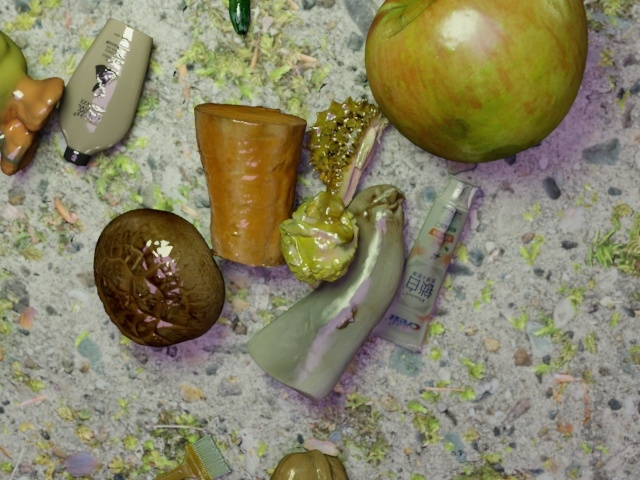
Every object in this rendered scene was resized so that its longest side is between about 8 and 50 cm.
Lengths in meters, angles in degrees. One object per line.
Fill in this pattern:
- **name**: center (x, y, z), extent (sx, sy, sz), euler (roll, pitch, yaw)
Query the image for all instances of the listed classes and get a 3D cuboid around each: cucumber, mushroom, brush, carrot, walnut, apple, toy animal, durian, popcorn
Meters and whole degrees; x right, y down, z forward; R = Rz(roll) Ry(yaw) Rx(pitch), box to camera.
- **cucumber**: center (-0.139, -0.428, 1.165), extent (0.039, 0.039, 0.168), euler (4, 94, 0)
- **mushroom**: center (0.041, 0.087, 1.175), extent (0.177, 0.126, 0.397), euler (39, 93, 19)
- **brush**: center (-0.277, 0.445, 1.268), extent (0.205, 0.011, 0.083), euler (-28, 96, 4)
- **carrot**: center (-0.126, -0.095, 1.142), extent (0.195, 0.196, 0.255), euler (6, 106, 0)
- **mushroom**: center (-0.278, 0.063, 1.133), extent (0.253, 0.153, 0.253), euler (12, 117, 25)
- **walnut**: center (-0.023, 0.459, 1.207), extent (0.166, 0.149, 0.167), euler (3, 85, -32)
- **apple**: center (0.243, -0.290, 1.039), extent (0.339, 0.339, 0.340), euler (0, 96, 0)
- **toy animal**: center (-0.596, -0.280, 1.096), extent (0.338, 0.191, 0.216), euler (32, 117, -21)
- **durian**: center (0.035, -0.147, 1.158), extent (0.140, 0.078, 0.225), euler (11, 86, 5)
- **popcorn**: center (0.000, 0.000, 1.095), extent (0.125, 0.126, 0.145), euler (26, 68, 19)

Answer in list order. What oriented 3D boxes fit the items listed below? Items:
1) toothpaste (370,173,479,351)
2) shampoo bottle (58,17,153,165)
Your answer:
- **toothpaste**: center (0.191, 0.041, 1.203), extent (0.100, 0.066, 0.323), euler (21, 101, -2)
- **shampoo bottle**: center (-0.377, -0.249, 1.163), extent (0.127, 0.078, 0.257), euler (24, 98, -6)
